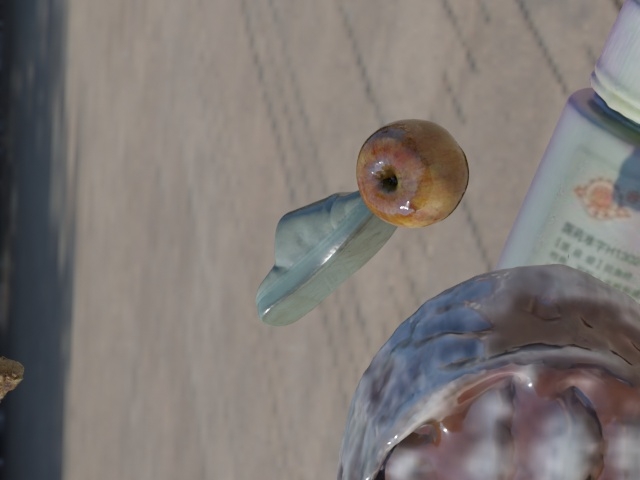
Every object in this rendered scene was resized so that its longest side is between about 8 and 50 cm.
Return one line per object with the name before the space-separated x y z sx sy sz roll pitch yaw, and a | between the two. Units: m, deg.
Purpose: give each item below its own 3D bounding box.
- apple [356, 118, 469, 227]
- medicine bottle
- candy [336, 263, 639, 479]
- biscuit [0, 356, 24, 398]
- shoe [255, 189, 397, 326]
apple | 0.067 -0.049 1.250 0.084 0.071 0.084 18 117 41
medicine bottle | 0.335 -0.050 1.839 0.219 0.219 0.388 -116 44 -62
candy | 0.115 0.162 0.987 0.157 0.214 0.289 -93 5 -62
biscuit | -0.373 0.119 1.480 0.131 0.231 0.025 -43 46 26
shoe | 0.000 0.000 2.147 0.251 0.103 0.100 -46 65 23
